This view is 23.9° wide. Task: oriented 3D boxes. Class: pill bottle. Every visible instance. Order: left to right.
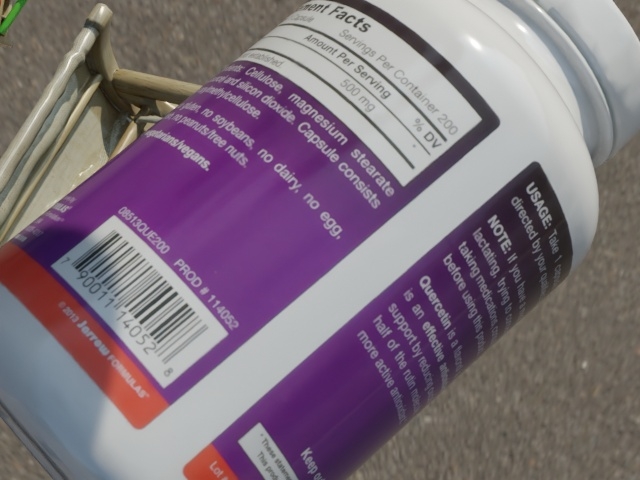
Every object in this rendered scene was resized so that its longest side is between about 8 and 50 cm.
[{"bbox_3d":[0.000,0.000,0.704,0.323,0.181,0.181,-40,72,-15],"label":"pill bottle"}]

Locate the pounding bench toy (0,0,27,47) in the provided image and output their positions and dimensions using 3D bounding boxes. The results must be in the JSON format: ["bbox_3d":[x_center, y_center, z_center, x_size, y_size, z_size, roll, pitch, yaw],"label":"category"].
[{"bbox_3d":[-0.256,-0.180,1.178,0.083,0.052,0.065,8,88,18],"label":"pounding bench toy"}]

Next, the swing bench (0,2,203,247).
[{"bbox_3d":[-0.117,0.002,1.124,0.255,0.165,0.253,23,62,8],"label":"swing bench"}]
